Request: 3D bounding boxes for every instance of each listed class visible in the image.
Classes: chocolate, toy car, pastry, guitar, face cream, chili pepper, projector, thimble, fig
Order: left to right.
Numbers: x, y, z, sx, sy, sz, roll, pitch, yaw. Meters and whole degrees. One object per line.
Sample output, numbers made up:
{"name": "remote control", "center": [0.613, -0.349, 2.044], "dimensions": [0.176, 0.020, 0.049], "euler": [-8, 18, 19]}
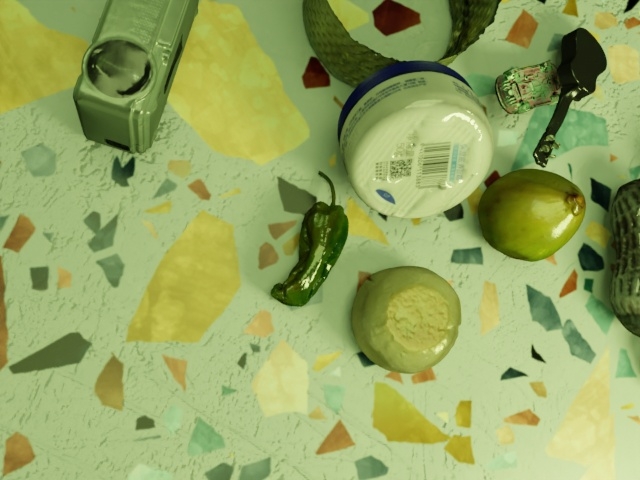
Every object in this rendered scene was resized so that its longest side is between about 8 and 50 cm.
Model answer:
{"name": "projector", "center": [-0.231, -0.257, 0.996], "dimensions": [0.099, 0.192, 0.257], "euler": [18, 78, -8]}
{"name": "chili pepper", "center": [-0.001, -0.001, 1.067], "dimensions": [0.073, 0.072, 0.204], "euler": [24, 78, -6]}
{"name": "thimble", "center": [0.110, -0.362, 1.107], "dimensions": [0.270, 0.150, 0.271], "euler": [2, 81, -12]}
{"name": "pastry", "center": [0.122, 0.110, 1.070], "dimensions": [0.156, 0.092, 0.157], "euler": [3, 74, -9]}
{"name": "face cream", "center": [0.130, -0.131, 1.039], "dimensions": [0.205, 0.206, 0.111], "euler": [3, 42, -12]}
{"name": "toy car", "center": [0.325, -0.235, 1.181], "dimensions": [0.142, 0.055, 0.069], "euler": [-19, 89, -36]}
{"name": "fig", "center": [0.310, -0.040, 1.121], "dimensions": [0.152, 0.121, 0.136], "euler": [-29, 94, 9]}
{"name": "guitar", "center": [0.377, -0.217, 1.156], "dimensions": [0.084, 0.038, 0.271], "euler": [40, 58, -19]}
{"name": "chocolate", "center": [0.492, 0.028, 1.155], "dimensions": [0.110, 0.110, 0.248], "euler": [7, 77, -11]}
